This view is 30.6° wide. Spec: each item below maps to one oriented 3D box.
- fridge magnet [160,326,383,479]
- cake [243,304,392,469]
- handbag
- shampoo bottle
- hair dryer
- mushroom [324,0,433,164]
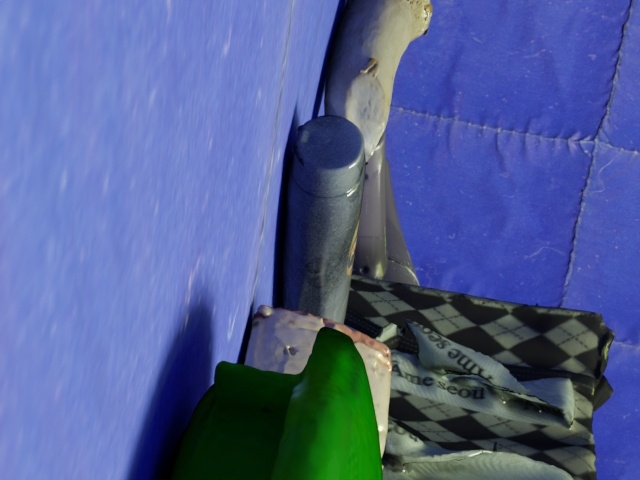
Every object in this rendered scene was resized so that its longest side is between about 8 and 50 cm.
[{"bbox_3d":[-0.022,0.135,0.462,0.208,0.088,0.208,11,90,-87],"label":"fridge magnet"},{"bbox_3d":[-0.011,0.135,0.733,0.225,0.090,0.109,97,0,-60],"label":"cake"},{"bbox_3d":[0.109,0.190,1.010,0.416,0.316,0.180,-75,169,-60],"label":"handbag"},{"bbox_3d":[0.000,0.000,0.802,0.234,0.049,0.087,96,3,-59],"label":"shampoo bottle"},{"bbox_3d":[0.051,-0.063,1.258,0.361,0.121,0.301,89,2,-48],"label":"hair dryer"},{"bbox_3d":[0.037,-0.139,0.928,0.084,0.071,0.209,-39,-157,40],"label":"mushroom"}]
